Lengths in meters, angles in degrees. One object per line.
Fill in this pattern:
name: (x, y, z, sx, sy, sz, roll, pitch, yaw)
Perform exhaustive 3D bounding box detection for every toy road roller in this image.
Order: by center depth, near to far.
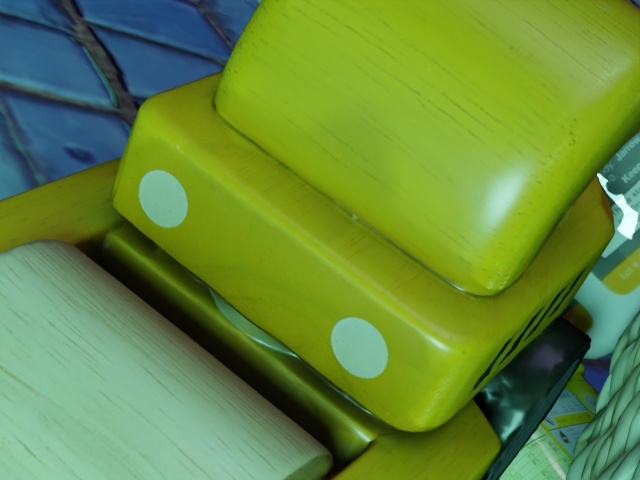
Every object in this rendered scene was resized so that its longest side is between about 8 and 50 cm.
toy road roller: (0.000, 0.000, 0.497, 0.202, 0.240, 0.329, 36, 34, 17)

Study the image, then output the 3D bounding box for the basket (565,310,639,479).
basket: (0.224, 0.103, 0.408, 0.266, 0.331, 0.328, 26, 50, 10)

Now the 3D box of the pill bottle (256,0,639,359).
pill bottle: (0.106, -0.082, 0.705, 0.278, 0.162, 0.162, 46, 26, 5)

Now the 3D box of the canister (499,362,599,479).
canister: (0.135, 0.135, 0.666, 0.126, 0.073, 0.170, 2, 40, -48)
